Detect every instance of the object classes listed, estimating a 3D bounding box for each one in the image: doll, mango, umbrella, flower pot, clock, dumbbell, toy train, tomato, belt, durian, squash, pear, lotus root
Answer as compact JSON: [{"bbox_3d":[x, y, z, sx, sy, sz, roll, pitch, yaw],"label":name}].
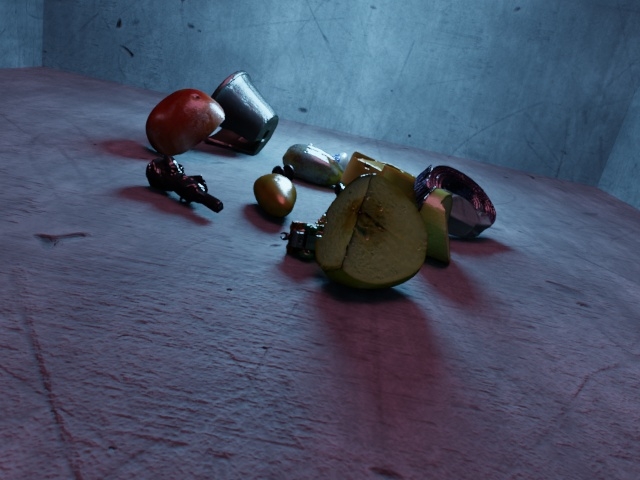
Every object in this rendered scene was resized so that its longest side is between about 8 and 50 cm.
[{"bbox_3d":[0.025,-0.368,2.428,0.292,0.119,0.138,13,35,-13],"label":"doll"},{"bbox_3d":[-0.140,-0.145,1.713,0.138,0.113,0.253,4,24,-21],"label":"mango"},{"bbox_3d":[-0.418,-0.168,1.634,0.340,0.118,0.118,31,27,33],"label":"umbrella"},{"bbox_3d":[-0.343,-0.555,2.414,0.251,0.380,0.379,34,23,5],"label":"flower pot"},{"bbox_3d":[0.261,-0.194,2.008,0.316,0.201,0.244,8,22,-37],"label":"clock"},{"bbox_3d":[-0.148,-0.262,2.088,0.069,0.070,0.147,26,23,33],"label":"dumbbell"},{"bbox_3d":[0.000,0.000,1.449,0.227,0.091,0.136,9,10,-11],"label":"toy train"},{"bbox_3d":[-0.570,-0.500,2.121,0.338,0.144,0.339,-12,47,14],"label":"tomato"},{"bbox_3d":[0.491,-0.137,1.927,0.324,0.122,0.260,25,48,-21],"label":"belt"},{"bbox_3d":[0.034,-0.042,1.636,0.100,0.086,0.215,47,25,-4],"label":"durian"},{"bbox_3d":[0.362,-0.053,1.619,0.133,0.220,0.220,18,20,24],"label":"squash"},{"bbox_3d":[0.140,0.004,1.330,0.292,0.293,0.159,3,-10,-25],"label":"pear"},{"bbox_3d":[-0.006,-0.307,2.195,0.322,0.140,0.158,23,22,20],"label":"lotus root"}]

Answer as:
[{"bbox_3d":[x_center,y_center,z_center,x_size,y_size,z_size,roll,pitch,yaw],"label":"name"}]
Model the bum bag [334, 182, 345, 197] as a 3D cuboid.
[{"bbox_3d":[0.120,-0.091,1.717,0.142,0.079,0.326,53,7,-28],"label":"bum bag"}]
